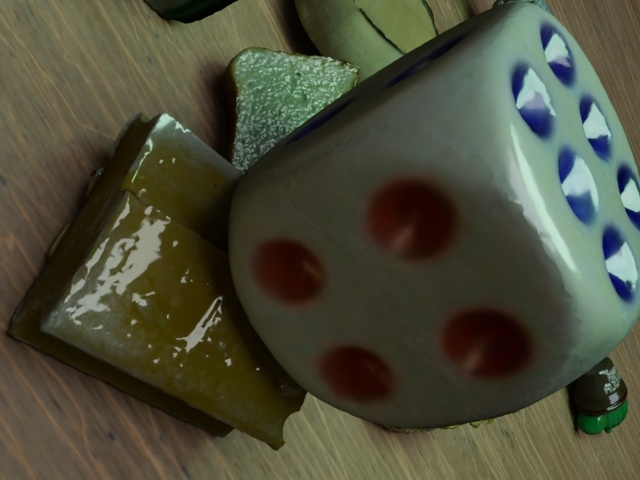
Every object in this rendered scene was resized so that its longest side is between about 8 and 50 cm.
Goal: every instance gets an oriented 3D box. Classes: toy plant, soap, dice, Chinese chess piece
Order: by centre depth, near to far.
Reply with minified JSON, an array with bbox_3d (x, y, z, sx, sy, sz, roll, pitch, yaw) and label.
[{"bbox_3d":[0.112,-0.026,0.643,0.277,0.304,0.304,58,40,-13],"label":"dice"},{"bbox_3d":[-0.124,0.044,0.699,0.281,0.143,0.259,35,65,-32],"label":"soap"},{"bbox_3d":[0.074,-0.343,1.030,0.250,0.103,0.250,29,45,-34],"label":"Chinese chess piece"},{"bbox_3d":[0.581,0.337,1.400,0.143,0.105,0.200,-36,117,-38],"label":"toy plant"}]

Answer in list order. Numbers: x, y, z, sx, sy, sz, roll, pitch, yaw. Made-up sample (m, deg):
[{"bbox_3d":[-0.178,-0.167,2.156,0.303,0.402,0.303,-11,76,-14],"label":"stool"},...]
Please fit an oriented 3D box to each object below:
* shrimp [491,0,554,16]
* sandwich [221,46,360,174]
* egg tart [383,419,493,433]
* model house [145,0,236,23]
[{"bbox_3d":[0.388,-0.461,1.381,0.410,0.166,0.221,64,15,-13],"label":"shrimp"},{"bbox_3d":[-0.034,-0.134,0.859,0.186,0.065,0.215,6,74,-18],"label":"sandwich"},{"bbox_3d":[0.200,0.173,0.953,0.291,0.107,0.291,-16,122,-27],"label":"egg tart"},{"bbox_3d":[-0.108,-0.455,0.754,0.243,0.298,0.284,39,52,-33],"label":"model house"}]
